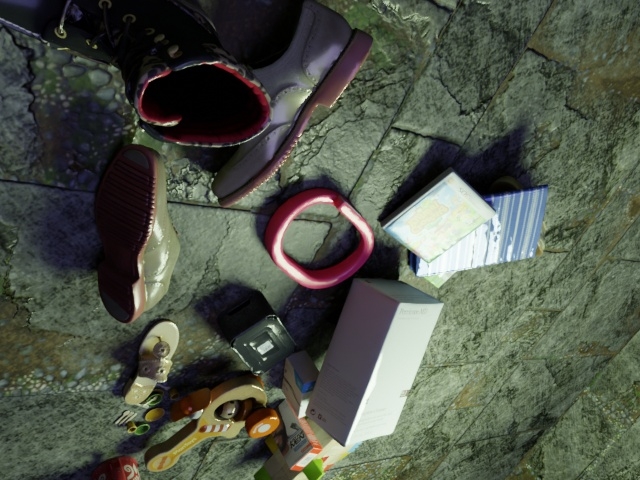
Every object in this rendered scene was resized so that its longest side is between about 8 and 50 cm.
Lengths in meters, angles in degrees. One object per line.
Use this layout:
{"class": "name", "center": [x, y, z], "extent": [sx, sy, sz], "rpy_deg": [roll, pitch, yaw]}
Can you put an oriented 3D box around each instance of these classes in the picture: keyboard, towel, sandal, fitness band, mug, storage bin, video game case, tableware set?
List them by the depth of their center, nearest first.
{"class": "sandal", "center": [-0.357, 0.286, 1.404], "extent": [0.088, 0.079, 0.240], "rpy_deg": [8, 122, -41]}
{"class": "fitness band", "center": [0.000, 0.000, 1.423], "extent": [0.209, 0.054, 0.291], "rpy_deg": [-40, 139, 6]}
{"class": "storage bin", "center": [-0.144, 0.216, 1.493], "extent": [0.122, 0.084, 0.180], "rpy_deg": [-33, 139, -6]}
{"class": "tableware set", "center": [-0.399, 0.403, 1.528], "extent": [0.154, 0.024, 0.104], "rpy_deg": [-42, 140, 5]}
{"class": "video game case", "center": [0.280, -0.052, 1.530], "extent": [0.212, 0.023, 0.193], "rpy_deg": [-39, 127, 22]}
{"class": "mug", "center": [-0.484, 0.618, 1.555], "extent": [0.113, 0.169, 0.150], "rpy_deg": [-33, 140, -5]}
{"class": "towel", "center": [0.389, -0.023, 1.623], "extent": [0.335, 0.040, 0.243], "rpy_deg": [-9, 133, -4]}
{"class": "keyboard", "center": [0.109, 0.203, 1.703], "extent": [0.192, 0.038, 0.100], "rpy_deg": [20, 114, -47]}
{"class": "towel", "center": [0.354, 0.063, 1.762], "extent": [0.152, 0.023, 0.113], "rpy_deg": [-45, 139, 9]}

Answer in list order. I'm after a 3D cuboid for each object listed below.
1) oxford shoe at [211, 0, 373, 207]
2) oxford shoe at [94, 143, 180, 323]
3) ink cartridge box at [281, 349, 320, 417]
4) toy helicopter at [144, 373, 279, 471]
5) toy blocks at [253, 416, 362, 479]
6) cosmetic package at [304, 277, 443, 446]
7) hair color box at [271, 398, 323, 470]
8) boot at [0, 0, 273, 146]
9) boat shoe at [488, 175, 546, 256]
{"class": "oxford shoe", "center": [-0.087, -0.228, 1.109], "extent": [0.146, 0.140, 0.397], "rpy_deg": [35, 111, -17]}
{"class": "oxford shoe", "center": [-0.313, -0.021, 1.147], "extent": [0.130, 0.123, 0.348], "rpy_deg": [-32, 147, -51]}
{"class": "ink cartridge box", "center": [-0.051, 0.391, 1.710], "extent": [0.060, 0.104, 0.180], "rpy_deg": [-15, 135, -26]}
{"class": "toy helicopter", "center": [-0.292, 0.446, 1.567], "extent": [0.355, 0.140, 0.235], "rpy_deg": [-37, 141, 7]}
{"class": "toy blocks", "center": [0.016, 0.601, 1.932], "extent": [0.381, 0.191, 0.261], "rpy_deg": [-49, 151, 14]}
{"class": "cosmetic package", "center": [0.134, 0.295, 1.622], "extent": [0.217, 0.156, 0.385], "rpy_deg": [4, 110, -49]}
{"class": "hair color box", "center": [-0.077, 0.532, 1.776], "extent": [0.093, 0.167, 0.053], "rpy_deg": [-45, 141, 9]}
{"class": "boot", "center": [-0.253, -0.250, 0.810], "extent": [0.377, 0.284, 0.138], "rpy_deg": [11, 120, -43]}
{"class": "boat shoe", "center": [0.526, -0.078, 1.707], "extent": [0.302, 0.109, 0.098], "rpy_deg": [49, 56, -39]}
